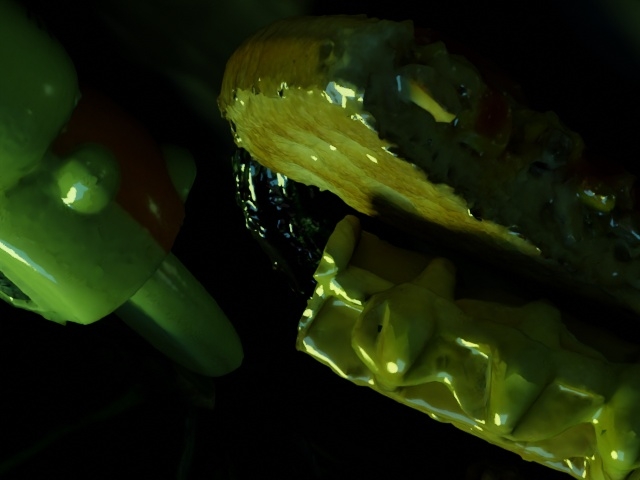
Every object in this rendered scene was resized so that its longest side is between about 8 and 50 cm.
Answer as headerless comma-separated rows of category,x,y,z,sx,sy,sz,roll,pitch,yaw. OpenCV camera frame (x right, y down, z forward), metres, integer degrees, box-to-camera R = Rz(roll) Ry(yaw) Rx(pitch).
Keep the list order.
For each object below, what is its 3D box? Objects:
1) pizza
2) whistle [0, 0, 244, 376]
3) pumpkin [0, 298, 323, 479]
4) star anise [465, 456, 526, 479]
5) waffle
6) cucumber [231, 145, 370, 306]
pizza,0.062,-0.024,0.580,0.199,0.062,0.188,29,176,-12
whistle,-0.129,-0.028,0.800,0.131,0.106,0.288,8,150,47
pumpkin,-0.161,0.147,0.965,0.363,0.266,0.363,39,-160,-17
star anise,0.104,0.200,1.030,0.212,0.111,0.196,3,154,42
waffle,0.103,0.062,0.635,0.219,0.057,0.229,23,178,6
cucumber,0.000,0.000,0.765,0.053,0.053,0.181,20,156,33
